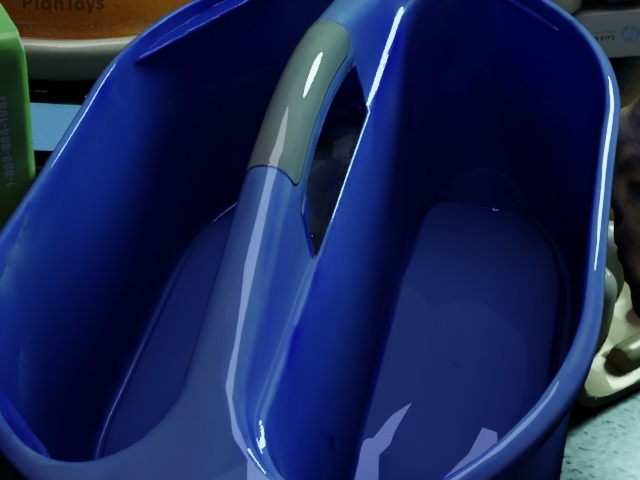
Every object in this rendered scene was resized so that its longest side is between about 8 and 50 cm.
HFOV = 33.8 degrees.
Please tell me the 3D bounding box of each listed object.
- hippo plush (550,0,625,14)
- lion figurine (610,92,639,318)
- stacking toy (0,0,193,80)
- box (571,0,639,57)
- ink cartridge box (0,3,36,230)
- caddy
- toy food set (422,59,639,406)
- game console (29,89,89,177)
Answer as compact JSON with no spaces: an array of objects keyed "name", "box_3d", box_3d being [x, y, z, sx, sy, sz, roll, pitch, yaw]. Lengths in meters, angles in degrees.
[{"name":"hippo plush","box_3d":[0.176,-0.321,0.841,0.234,0.237,0.294,-19,24,-19]},{"name":"lion figurine","box_3d":[0.265,0.089,0.441,0.392,0.142,0.240,50,17,-6]},{"name":"stacking toy","box_3d":[-0.190,-0.387,0.755,0.350,0.480,0.351,5,36,-4]},{"name":"box","box_3d":[0.214,-0.191,0.874,0.145,0.038,0.186,0,24,25]},{"name":"ink cartridge box","box_3d":[-0.270,-0.004,0.457,0.272,0.198,0.115,-12,39,-24]},{"name":"caddy","box_3d":[0.000,0.000,0.458,0.241,0.179,0.341,6,46,14]},{"name":"toy food set","box_3d":[0.187,-0.035,0.664,0.306,0.092,0.220,-18,43,-31]},{"name":"game console","box_3d":[-0.220,-0.076,0.653,0.361,0.044,0.213,1,43,-22]}]
